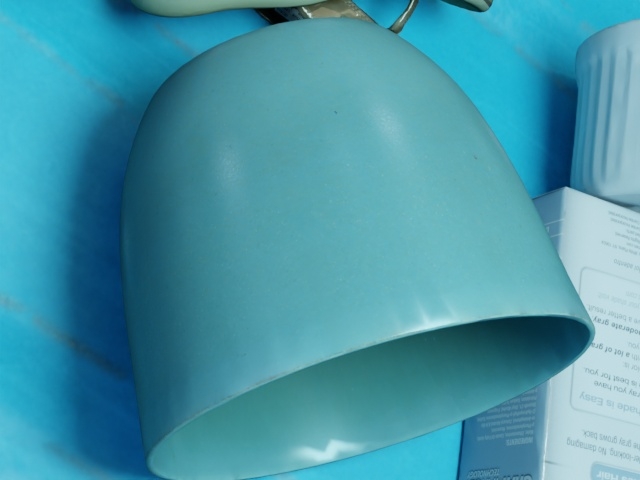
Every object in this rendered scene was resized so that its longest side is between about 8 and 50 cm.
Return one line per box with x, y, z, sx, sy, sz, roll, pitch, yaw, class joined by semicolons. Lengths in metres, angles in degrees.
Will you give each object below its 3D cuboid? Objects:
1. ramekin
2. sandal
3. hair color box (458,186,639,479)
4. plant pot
0.333;-0.070;1.137;0.277;0.277;0.135;17;78;-26;ramekin
-0.008;-0.177;1.065;0.302;0.120;0.086;-8;111;-30;sandal
0.213;0.168;1.100;0.185;0.113;0.375;17;70;-26;hair color box
0.000;0.000;0.925;0.293;0.293;0.235;-5;67;-31;plant pot
